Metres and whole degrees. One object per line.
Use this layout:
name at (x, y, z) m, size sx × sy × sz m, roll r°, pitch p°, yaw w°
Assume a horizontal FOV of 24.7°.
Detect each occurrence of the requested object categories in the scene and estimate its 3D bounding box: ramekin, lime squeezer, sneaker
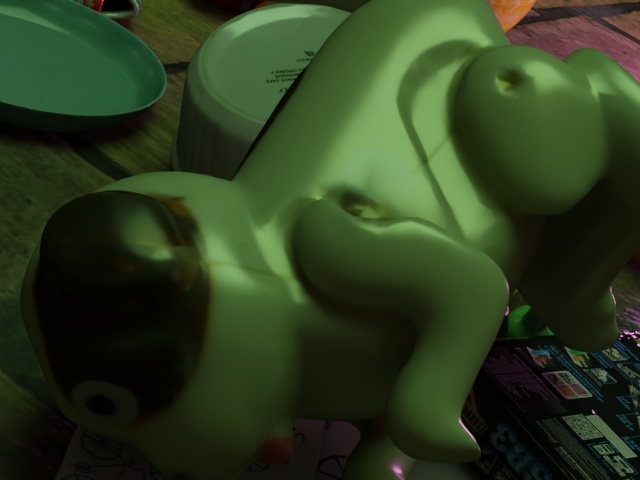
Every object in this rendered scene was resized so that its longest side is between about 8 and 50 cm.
ramekin at (-0.012, -0.121, 1.411) m, size 0.273 × 0.127 × 0.273 m, roll 1°, pitch 41°, yaw -1°
lime squeezer at (0.224, 0.078, 1.354) m, size 0.059 × 0.110 × 0.310 m, roll 41°, pitch 1°, yaw 30°
sneaker at (-0.284, -0.294, 1.710) m, size 0.161 × 0.057 × 0.075 m, roll 11°, pitch 23°, yaw -28°

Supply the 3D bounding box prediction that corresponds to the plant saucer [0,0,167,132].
plant saucer at (-0.316, -0.192, 1.511) m, size 0.318 × 0.043 × 0.317 m, roll 17°, pitch 27°, yaw -9°

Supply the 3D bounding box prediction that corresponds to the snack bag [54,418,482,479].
snack bag at (-0.006, 0.163, 1.085) m, size 0.343 × 0.037 × 0.323 m, roll 21°, pitch 26°, yaw -3°

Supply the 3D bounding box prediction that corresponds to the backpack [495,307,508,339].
backpack at (0.066, 0.038, 1.281) m, size 0.182 × 0.115 × 0.152 m, roll 7°, pitch 38°, yaw -13°

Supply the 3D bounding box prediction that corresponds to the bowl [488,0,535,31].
bowl at (0.150, -0.342, 2.020) m, size 0.289 × 0.156 × 0.289 m, roll 17°, pitch 26°, yaw -9°

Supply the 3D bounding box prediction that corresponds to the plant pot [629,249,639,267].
plant pot at (0.392, -0.018, 1.661) m, size 0.134 × 0.095 × 0.134 m, roll 17°, pitch 27°, yaw -9°

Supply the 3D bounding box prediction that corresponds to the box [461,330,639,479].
box at (0.268, 0.190, 1.177) m, size 0.293 × 0.073 × 0.295 m, roll 1°, pitch 37°, yaw -44°

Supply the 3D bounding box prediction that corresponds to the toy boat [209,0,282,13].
toy boat at (-0.053, -0.309, 1.861) m, size 0.231 × 0.151 × 0.151 m, roll 15°, pitch 57°, yaw -12°

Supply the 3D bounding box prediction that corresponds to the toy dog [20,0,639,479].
toy dog at (0.000, 0.000, 0.983) m, size 0.408 × 0.284 × 0.395 m, roll -29°, pitch 84°, yaw -21°

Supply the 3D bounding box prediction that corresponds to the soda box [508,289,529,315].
soda box at (0.120, 0.021, 1.420) m, size 0.181 × 0.061 × 0.058 m, roll 36°, pitch 30°, yaw 26°
